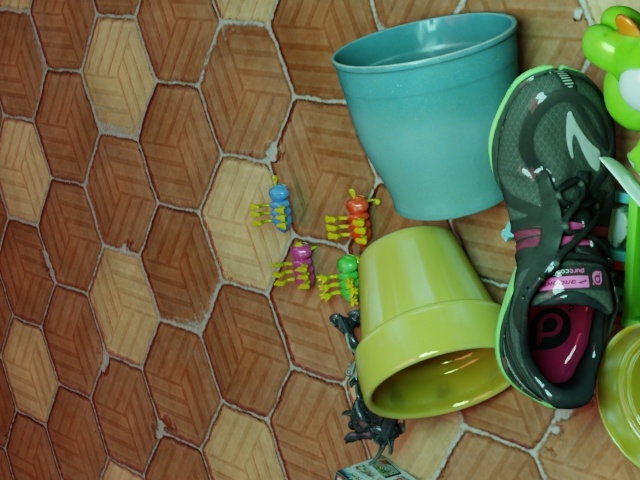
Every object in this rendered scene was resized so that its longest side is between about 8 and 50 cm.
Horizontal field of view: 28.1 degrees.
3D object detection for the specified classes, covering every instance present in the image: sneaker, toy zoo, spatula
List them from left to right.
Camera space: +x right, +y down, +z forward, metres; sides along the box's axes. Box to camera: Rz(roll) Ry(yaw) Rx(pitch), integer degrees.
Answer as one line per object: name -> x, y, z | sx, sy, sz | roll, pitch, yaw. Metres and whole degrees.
sneaker -> 0.331, 0.004, 1.698 | 0.202, 0.185, 0.482 | -121, 24, -70
toy zoo -> 0.382, 0.014, 1.840 | 0.293, 0.030, 0.192 | 14, 109, 47
spatula -> 0.471, -0.028, 1.632 | 0.242, 0.168, 0.019 | 52, 123, 17

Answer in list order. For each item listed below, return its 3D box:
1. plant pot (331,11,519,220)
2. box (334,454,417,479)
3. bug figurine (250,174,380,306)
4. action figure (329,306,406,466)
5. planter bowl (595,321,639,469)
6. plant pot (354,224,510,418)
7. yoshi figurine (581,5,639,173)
plant pot -> 0.175, -0.175, 1.878 | 0.272, 0.272, 0.255 | 9, 119, 48
box -> 0.131, 0.440, 2.158 | 0.207, 0.114, 0.036 | 31, 120, 42
bug figurine -> 0.000, 0.000, 2.244 | 0.279, 0.072, 0.216 | 11, 113, 42
action figure -> 0.103, 0.239, 2.131 | 0.164, 0.141, 0.275 | -40, 52, 43
planter bowl -> 0.485, 0.208, 1.718 | 0.217, 0.090, 0.217 | 13, 107, 47
plant pot -> 0.164, 0.117, 1.969 | 0.254, 0.254, 0.239 | -45, 49, 44
yoshi figurine -> 0.478, -0.150, 1.570 | 0.362, 0.204, 0.203 | 44, 136, 26
